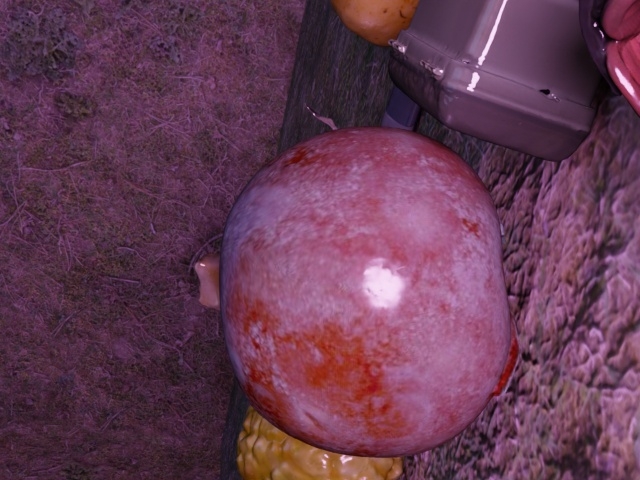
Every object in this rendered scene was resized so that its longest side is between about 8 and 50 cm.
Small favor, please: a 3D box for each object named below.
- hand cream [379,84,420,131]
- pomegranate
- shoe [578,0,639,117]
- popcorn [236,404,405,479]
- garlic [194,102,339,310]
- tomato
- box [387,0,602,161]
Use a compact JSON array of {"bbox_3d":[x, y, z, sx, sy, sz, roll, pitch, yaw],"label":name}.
[{"bbox_3d":[0.109,-0.159,1.193,0.255,0.048,0.079,105,172,-46],"label":"hand cream"},{"bbox_3d":[0.086,-0.352,1.100,0.196,0.196,0.196,-172,90,-79],"label":"pomegranate"},{"bbox_3d":[0.202,-0.130,0.435,0.114,0.137,0.291,112,163,-51],"label":"shoe"},{"bbox_3d":[0.010,0.238,1.044,0.237,0.205,0.252,-73,8,-66],"label":"popcorn"},{"bbox_3d":[0.000,0.000,1.246,0.340,0.246,0.231,-54,-9,16],"label":"garlic"},{"bbox_3d":[0.047,0.048,0.775,0.316,0.282,0.317,177,90,-85],"label":"tomato"},{"bbox_3d":[0.152,-0.164,0.714,0.210,0.148,0.129,-113,40,-65],"label":"box"}]
